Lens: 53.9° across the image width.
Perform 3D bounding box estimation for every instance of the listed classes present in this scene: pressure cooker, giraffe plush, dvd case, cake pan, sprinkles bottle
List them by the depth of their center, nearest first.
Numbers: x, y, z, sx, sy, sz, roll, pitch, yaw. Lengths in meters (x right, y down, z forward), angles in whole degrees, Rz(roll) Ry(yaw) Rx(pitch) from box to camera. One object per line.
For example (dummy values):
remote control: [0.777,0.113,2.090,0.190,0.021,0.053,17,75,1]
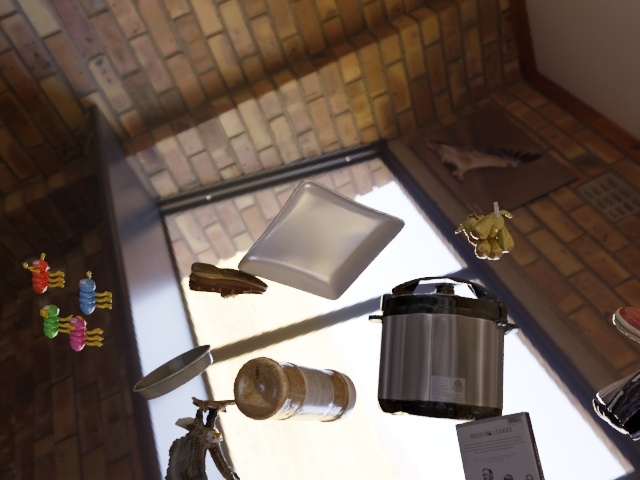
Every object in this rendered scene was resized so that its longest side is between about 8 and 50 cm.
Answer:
sprinkles bottle: [-0.041,0.319,1.323,0.355,0.121,0.121,32,27,-60]
dvd case: [0.388,0.500,1.343,0.030,0.179,0.238,16,58,-43]
pressure cooker: [0.358,0.311,1.842,0.375,0.370,0.420,-15,-114,53]
cake pan: [-0.491,0.448,2.132,0.054,0.293,0.293,63,-4,-6]
giraffe plush: [0.601,-0.036,2.355,0.170,0.181,0.210,2,-92,63]

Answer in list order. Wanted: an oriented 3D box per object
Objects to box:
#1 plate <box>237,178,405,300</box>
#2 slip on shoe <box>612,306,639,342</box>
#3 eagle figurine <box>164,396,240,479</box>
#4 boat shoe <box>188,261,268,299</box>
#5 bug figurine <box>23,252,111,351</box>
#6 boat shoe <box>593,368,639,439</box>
plate: [0.000,0.000,1.373,0.278,0.277,0.045,21,33,-30]
slip on shoe: [0.719,0.153,1.156,0.123,0.331,0.101,-43,135,-61]
eagle figurine: [-0.326,0.610,1.833,0.225,0.226,0.298,78,7,-67]
boat shoe: [-0.199,0.094,1.351,0.064,0.178,0.060,40,-67,60]
bug figurine: [-0.622,0.155,1.533,0.279,0.072,0.216,14,-70,33]
boat shoe: [0.843,0.355,1.521,0.127,0.340,0.158,50,9,-4]
